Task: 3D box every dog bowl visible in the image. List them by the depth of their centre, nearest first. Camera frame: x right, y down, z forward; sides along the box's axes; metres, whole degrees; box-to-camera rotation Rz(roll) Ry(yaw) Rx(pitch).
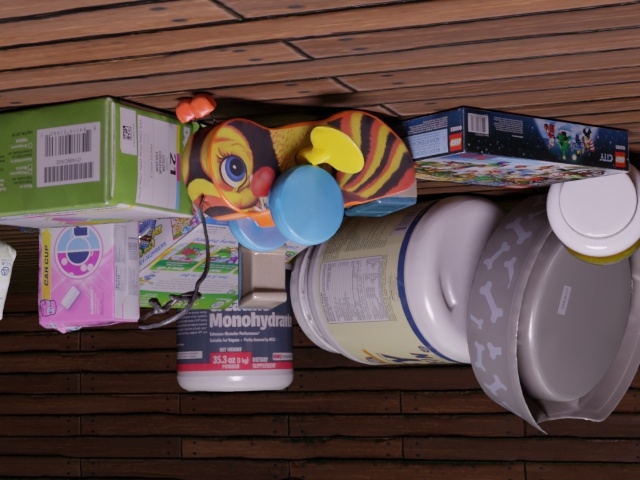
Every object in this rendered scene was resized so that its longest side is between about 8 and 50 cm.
[{"bbox_3d":[0.329,0.090,1.763,0.102,0.349,0.348,12,-175,42],"label":"dog bowl"}]

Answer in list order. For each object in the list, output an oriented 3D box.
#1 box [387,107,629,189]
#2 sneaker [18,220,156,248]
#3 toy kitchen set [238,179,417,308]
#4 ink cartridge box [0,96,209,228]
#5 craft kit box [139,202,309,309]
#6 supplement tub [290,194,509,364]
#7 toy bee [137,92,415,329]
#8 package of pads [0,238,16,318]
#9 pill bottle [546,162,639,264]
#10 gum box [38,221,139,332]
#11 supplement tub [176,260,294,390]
[{"bbox_3d":[0.173,-0.088,1.296,0.233,0.044,0.159,3,173,-37],"label":"box"},{"bbox_3d":[-0.306,-0.024,1.672,0.221,0.087,0.083,-4,173,30],"label":"sneaker"},{"bbox_3d":[0.000,0.000,1.552,0.207,0.166,0.122,1,174,-18],"label":"toy kitchen set"},{"bbox_3d":[-0.196,-0.061,1.244,0.188,0.097,0.255,-4,173,29],"label":"ink cartridge box"},{"bbox_3d":[-0.150,0.016,1.792,0.246,0.061,0.250,-39,153,31],"label":"craft kit box"},{"bbox_3d":[0.128,0.064,1.890,0.235,0.235,0.325,3,173,-36],"label":"supplement tub"},{"bbox_3d":[-0.047,-0.065,1.129,0.195,0.162,0.298,-14,-167,34],"label":"toy bee"},{"bbox_3d":[-0.492,-0.002,1.339,0.229,0.101,0.296,5,-167,-44],"label":"package of pads"},{"bbox_3d":[0.325,-0.035,1.499,0.117,0.117,0.215,-2,175,13],"label":"pill bottle"},{"bbox_3d":[-0.280,0.017,1.566,0.107,0.188,0.062,-4,174,23],"label":"gum box"},{"bbox_3d":[-0.140,0.107,2.097,0.191,0.272,0.191,-1,175,0],"label":"supplement tub"}]
